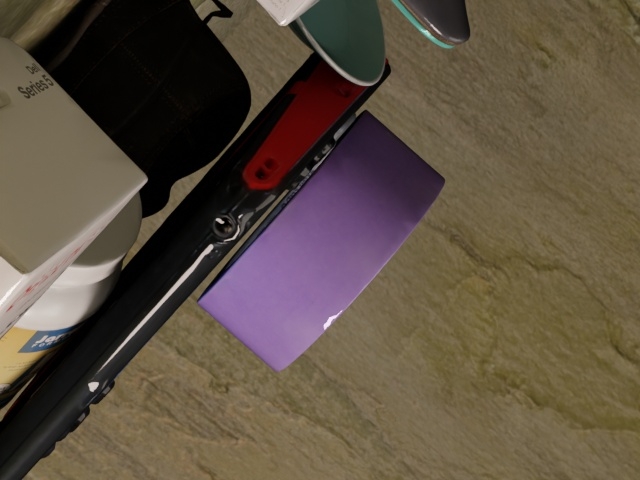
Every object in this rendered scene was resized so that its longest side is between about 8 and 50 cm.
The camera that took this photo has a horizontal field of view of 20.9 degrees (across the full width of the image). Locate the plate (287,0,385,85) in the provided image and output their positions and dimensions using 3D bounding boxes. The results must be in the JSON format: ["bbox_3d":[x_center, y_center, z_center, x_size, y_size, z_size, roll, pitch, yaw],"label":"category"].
[{"bbox_3d":[-0.010,-0.187,1.174,0.024,0.188,0.188,-24,-167,21],"label":"plate"}]

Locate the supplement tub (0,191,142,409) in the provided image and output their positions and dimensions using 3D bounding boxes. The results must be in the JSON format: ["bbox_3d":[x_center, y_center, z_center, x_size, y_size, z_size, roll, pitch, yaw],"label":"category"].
[{"bbox_3d":[-0.216,0.017,1.117,0.199,0.144,0.144,-43,-174,40],"label":"supplement tub"}]

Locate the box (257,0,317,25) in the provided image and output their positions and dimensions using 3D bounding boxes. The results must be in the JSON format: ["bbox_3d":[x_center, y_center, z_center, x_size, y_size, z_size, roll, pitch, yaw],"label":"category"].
[{"bbox_3d":[0.018,-0.238,0.985,0.203,0.114,0.103,-44,-176,21],"label":"box"}]

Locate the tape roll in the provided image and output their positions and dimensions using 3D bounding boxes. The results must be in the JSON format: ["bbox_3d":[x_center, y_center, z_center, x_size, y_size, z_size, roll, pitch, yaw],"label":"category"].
[{"bbox_3d":[0.000,0.000,1.266,0.189,0.080,0.189,-49,-177,4],"label":"tape roll"}]

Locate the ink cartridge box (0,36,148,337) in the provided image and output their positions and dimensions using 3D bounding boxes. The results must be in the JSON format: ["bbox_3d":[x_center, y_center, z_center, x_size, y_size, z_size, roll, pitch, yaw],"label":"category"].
[{"bbox_3d":[-0.237,0.041,0.888,0.273,0.115,0.198,-45,-176,19],"label":"ink cartridge box"}]

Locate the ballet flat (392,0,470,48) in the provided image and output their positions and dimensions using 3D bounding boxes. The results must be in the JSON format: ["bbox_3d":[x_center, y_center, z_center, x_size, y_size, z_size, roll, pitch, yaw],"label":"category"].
[{"bbox_3d":[0.038,-0.213,1.086,0.074,0.203,0.074,-37,166,-11],"label":"ballet flat"}]

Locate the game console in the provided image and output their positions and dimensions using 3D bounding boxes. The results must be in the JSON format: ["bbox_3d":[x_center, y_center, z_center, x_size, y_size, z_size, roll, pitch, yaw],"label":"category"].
[{"bbox_3d":[-0.107,0.032,1.220,0.386,0.060,0.342,-47,-173,25],"label":"game console"}]

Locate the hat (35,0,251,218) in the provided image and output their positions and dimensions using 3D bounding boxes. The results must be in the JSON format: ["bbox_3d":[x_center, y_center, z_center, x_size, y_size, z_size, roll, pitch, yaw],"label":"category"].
[{"bbox_3d":[-0.133,-0.098,1.270,0.331,0.134,0.331,-47,-176,4],"label":"hat"}]
